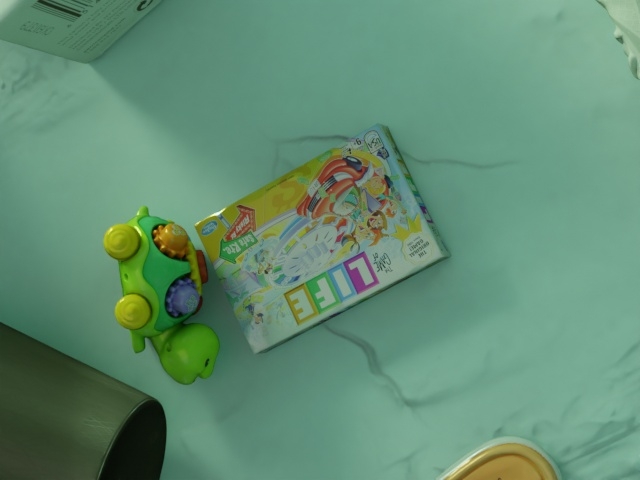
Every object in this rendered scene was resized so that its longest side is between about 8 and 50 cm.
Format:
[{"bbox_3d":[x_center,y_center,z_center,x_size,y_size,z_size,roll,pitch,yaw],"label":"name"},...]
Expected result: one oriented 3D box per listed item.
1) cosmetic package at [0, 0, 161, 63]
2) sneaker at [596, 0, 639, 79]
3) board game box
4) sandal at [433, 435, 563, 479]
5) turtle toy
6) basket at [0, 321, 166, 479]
[{"bbox_3d":[-0.192,-0.247,1.011,0.151,0.151,0.184,-37,79,14],"label":"cosmetic package"},{"bbox_3d":[0.238,-0.105,0.896,0.292,0.110,0.118,43,110,15],"label":"sneaker"},{"bbox_3d":[0.000,0.000,1.008,0.154,0.026,0.103,-29,81,16],"label":"board game box"},{"bbox_3d":[0.052,0.233,0.960,0.102,0.076,0.265,43,102,15],"label":"sandal"},{"bbox_3d":[-0.110,0.039,1.018,0.066,0.095,0.130,-10,87,-3],"label":"turtle toy"},{"bbox_3d":[-0.237,0.141,1.024,0.226,0.154,0.204,14,95,14],"label":"basket"}]
